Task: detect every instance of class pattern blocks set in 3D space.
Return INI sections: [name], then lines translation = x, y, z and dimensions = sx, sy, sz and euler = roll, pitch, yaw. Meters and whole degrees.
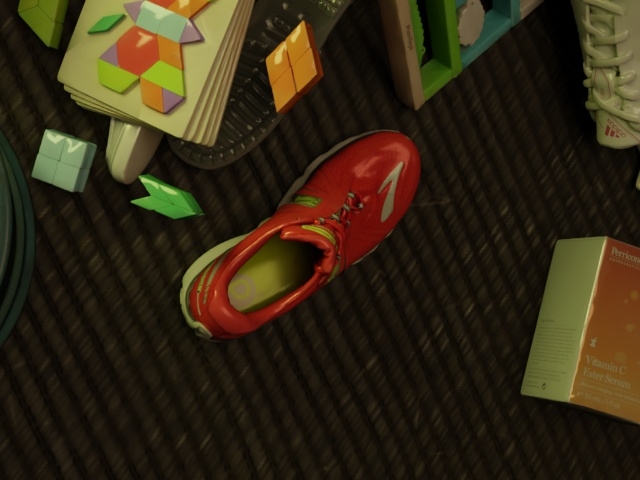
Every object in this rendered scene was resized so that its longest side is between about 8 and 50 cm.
[pattern blocks set]
translation = -0.130, -0.183, 0.907
dimensions = 0.285, 0.026, 0.324
euler = 10, 94, 19

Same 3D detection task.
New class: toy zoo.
[toy zoo]
translation = 0.172, -0.280, 1.045
dimensions = 0.293, 0.030, 0.192
euler = -42, 146, -16

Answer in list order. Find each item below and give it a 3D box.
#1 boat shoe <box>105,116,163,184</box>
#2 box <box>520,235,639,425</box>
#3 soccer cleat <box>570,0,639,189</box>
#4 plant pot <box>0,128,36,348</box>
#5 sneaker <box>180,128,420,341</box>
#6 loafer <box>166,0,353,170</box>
[boat shoe]
translation = -0.165, -0.144, 0.969
dimensions = 0.063, 0.066, 0.184
euler = 17, 93, 9
[box]
translation = 0.299, 0.095, 1.110
dimensions = 0.130, 0.091, 0.170
euler = 17, 82, -19
[soccer cleat]
translation = 0.313, -0.180, 1.086
dimensions = 0.143, 0.116, 0.331
euler = -46, 118, -9
[plant pot]
translation = -0.354, -0.006, 0.747
dimensions = 0.341, 0.334, 0.341
euler = 1, 89, -21
[sneaker]
translation = 0.000, 0.000, 0.989
dimensions = 0.279, 0.118, 0.107
euler = -42, 102, -17
[loafer]
translation = -0.043, -0.168, 0.985
dimensions = 0.094, 0.087, 0.251
euler = 41, 99, 0
